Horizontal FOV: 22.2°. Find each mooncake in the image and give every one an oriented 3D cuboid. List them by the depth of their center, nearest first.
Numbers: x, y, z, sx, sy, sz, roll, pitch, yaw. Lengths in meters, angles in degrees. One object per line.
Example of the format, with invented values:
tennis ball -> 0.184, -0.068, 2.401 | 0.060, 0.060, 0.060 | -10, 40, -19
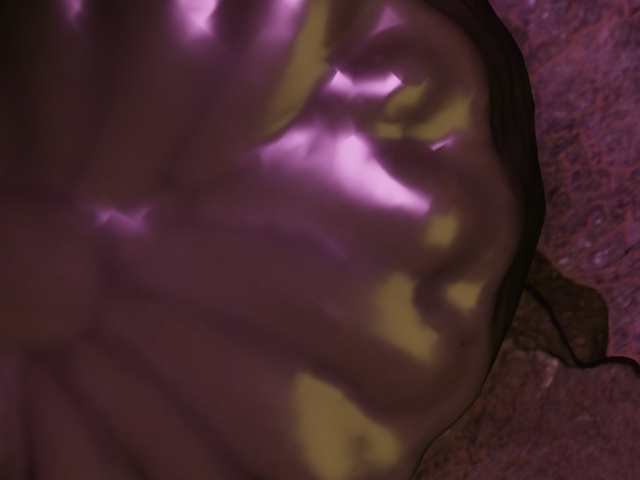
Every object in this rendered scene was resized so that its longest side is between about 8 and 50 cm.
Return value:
mooncake -> -0.072, -0.024, 0.794 | 0.356, 0.356, 0.194 | -58, 177, 17
